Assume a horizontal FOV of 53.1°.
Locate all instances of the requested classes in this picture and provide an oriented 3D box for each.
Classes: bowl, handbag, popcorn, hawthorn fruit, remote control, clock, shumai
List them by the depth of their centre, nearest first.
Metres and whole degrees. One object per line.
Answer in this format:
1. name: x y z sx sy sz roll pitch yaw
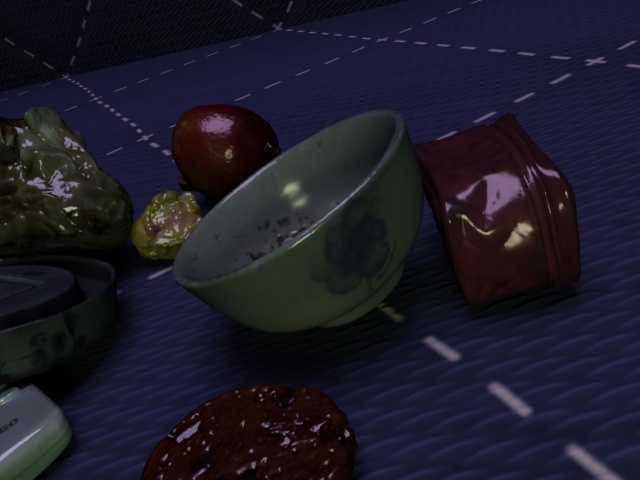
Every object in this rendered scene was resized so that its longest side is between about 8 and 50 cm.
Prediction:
1. remote control: -0.380 0.188 0.683 0.140 0.056 0.296 -37 33 -31
2. handbag: 0.185 -0.038 0.685 0.135 0.146 0.225 -17 26 7
3. bowl: 0.000 0.000 0.686 0.289 0.146 0.289 -31 22 14
4. clock: -0.406 0.089 0.772 0.318 0.066 0.319 -3 15 1
5. popcorn: -0.220 -0.015 0.937 0.109 0.089 0.097 -36 68 -16
6. shumai: -0.401 -0.081 0.950 0.255 0.218 0.189 -10 0 17
7. hawthorn fruit: -0.146 -0.144 1.046 0.188 0.169 0.169 15 41 40

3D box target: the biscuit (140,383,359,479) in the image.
1. biscuit: -0.060 0.188 0.518 0.192 0.049 0.192 -19 24 9

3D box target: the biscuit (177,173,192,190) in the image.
1. biscuit: -0.185 -0.142 1.202 0.175 0.026 0.124 -23 29 -11
